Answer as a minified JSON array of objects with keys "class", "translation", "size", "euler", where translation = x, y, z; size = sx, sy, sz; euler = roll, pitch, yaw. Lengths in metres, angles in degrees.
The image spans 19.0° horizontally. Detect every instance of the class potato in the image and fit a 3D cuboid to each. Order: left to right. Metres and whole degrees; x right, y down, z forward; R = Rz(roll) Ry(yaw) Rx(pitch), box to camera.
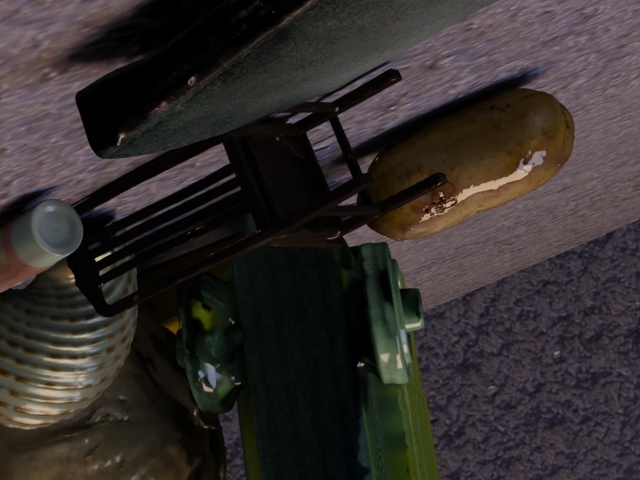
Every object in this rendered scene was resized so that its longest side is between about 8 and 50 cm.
[{"class":"potato","translation":[0.105,-0.055,1.399],"size":[0.170,0.080,0.107],"euler":[-22,-179,11]}]

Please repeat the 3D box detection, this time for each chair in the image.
[{"class":"chair","translation":[-0.045,-0.024,1.143],"size":[0.212,0.084,0.101],"euler":[-28,168,30]}]

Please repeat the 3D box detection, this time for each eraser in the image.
[{"class":"eraser","translation":[-0.105,0.042,1.582],"size":[0.097,0.045,0.122],"euler":[-24,174,-13]}]

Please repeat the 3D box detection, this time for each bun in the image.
[{"class":"bun","translation":[-0.151,0.151,1.445],"size":[0.152,0.259,0.259],"euler":[-24,173,4]}]

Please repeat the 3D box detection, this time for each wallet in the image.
[{"class":"wallet","translation":[0.072,-0.139,0.803],"size":[0.379,0.046,0.191],"euler":[-30,172,36]}]

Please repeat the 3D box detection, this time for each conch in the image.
[{"class":"conch","translation":[-0.173,0.059,1.236],"size":[0.153,0.102,0.135],"euler":[-27,-162,13]}]

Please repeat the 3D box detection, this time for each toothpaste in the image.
[{"class":"toothpaste","translation":[-0.207,0.021,1.147],"size":[0.056,0.036,0.205],"euler":[-22,178,-41]}]

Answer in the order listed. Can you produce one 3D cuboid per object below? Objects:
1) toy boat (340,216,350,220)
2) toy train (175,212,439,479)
[{"class":"toy boat","translation":[0.001,-0.002,1.638],"size":[0.149,0.034,0.105],"euler":[-19,174,-29]},{"class":"toy train","translation":[0.013,0.189,1.405],"size":[0.179,0.442,0.272],"euler":[-10,164,8]}]
